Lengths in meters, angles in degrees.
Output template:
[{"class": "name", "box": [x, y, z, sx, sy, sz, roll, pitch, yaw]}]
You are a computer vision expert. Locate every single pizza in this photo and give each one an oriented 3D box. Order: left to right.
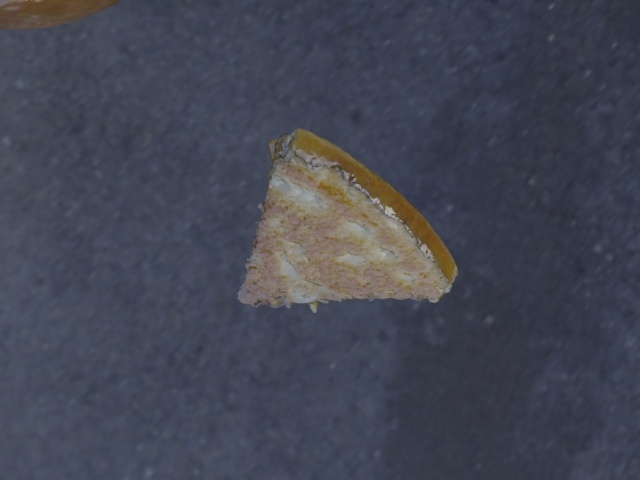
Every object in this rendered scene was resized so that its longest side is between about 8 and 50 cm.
[{"class": "pizza", "box": [0.000, 0.000, 1.390, 0.188, 0.062, 0.199, 45, 134, -16]}]

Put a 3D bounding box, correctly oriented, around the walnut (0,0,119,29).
[{"class": "walnut", "box": [-0.184, -0.169, 0.887, 0.207, 0.115, 0.115, 4, 134, -22]}]
